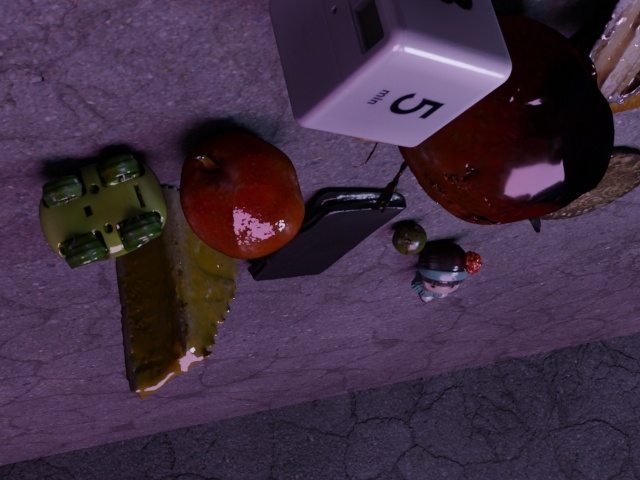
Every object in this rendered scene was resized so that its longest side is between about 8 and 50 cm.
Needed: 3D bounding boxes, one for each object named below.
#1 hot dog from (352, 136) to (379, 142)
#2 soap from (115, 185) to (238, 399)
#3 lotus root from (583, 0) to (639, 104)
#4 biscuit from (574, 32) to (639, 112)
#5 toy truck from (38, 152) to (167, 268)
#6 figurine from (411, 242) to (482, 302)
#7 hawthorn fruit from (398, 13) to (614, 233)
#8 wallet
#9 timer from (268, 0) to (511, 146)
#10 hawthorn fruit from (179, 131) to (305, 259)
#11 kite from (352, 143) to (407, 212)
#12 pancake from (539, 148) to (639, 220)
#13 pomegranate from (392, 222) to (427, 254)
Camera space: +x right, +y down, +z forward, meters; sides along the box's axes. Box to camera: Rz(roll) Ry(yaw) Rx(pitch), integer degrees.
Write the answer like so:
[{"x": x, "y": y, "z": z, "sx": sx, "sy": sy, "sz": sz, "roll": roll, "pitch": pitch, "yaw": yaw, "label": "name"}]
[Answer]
[{"x": 0.113, "y": -0.187, "z": 1.452, "sx": 0.188, "sy": 0.072, "sz": 0.055, "roll": -2, "pitch": 177, "yaw": -26, "label": "hot dog"}, {"x": -0.214, "y": 0.113, "z": 1.649, "sx": 0.169, "sy": 0.339, "sz": 0.304, "roll": -22, "pitch": 156, "yaw": 26, "label": "soap"}, {"x": 0.449, "y": -0.315, "z": 1.285, "sx": 0.167, "sy": 0.078, "sz": 0.329, "roll": 1, "pitch": 145, "yaw": -17, "label": "lotus root"}, {"x": 0.507, "y": -0.288, "z": 1.482, "sx": 0.305, "sy": 0.038, "sz": 0.305, "roll": -11, "pitch": 159, "yaw": -4, "label": "biscuit"}, {"x": -0.326, "y": -0.047, "z": 1.477, "sx": 0.187, "sy": 0.148, "sz": 0.210, "roll": -21, "pitch": 178, "yaw": 10, "label": "toy truck"}, {"x": 0.285, "y": 0.076, "z": 2.181, "sx": 0.138, "sy": 0.110, "sz": 0.245, "roll": -13, "pitch": 164, "yaw": -6, "label": "figurine"}, {"x": 0.251, "y": -0.166, "z": 1.279, "sx": 0.316, "sy": 0.316, "sz": 0.316, "roll": -11, "pitch": 159, "yaw": -5, "label": "hawthorn fruit"}, {"x": 0.000, "y": 0.000, "z": 1.890, "sx": 0.197, "sy": 0.051, "sz": 0.377, "roll": -3, "pitch": 158, "yaw": -31, "label": "wallet"}, {"x": 0.079, "y": -0.245, "z": 1.124, "sx": 0.195, "sy": 0.192, "sz": 0.194, "roll": 6, "pitch": 152, "yaw": -40, "label": "timer"}, {"x": -0.134, "y": -0.080, "z": 1.435, "sx": 0.196, "sy": 0.197, "sz": 0.225, "roll": -19, "pitch": 149, "yaw": 15, "label": "hawthorn fruit"}, {"x": 0.140, "y": -0.133, "z": 1.485, "sx": 0.198, "sy": 0.244, "sz": 0.006, "roll": 23, "pitch": 147, "yaw": 26, "label": "kite"}, {"x": 0.550, "y": -0.114, "z": 1.958, "sx": 0.288, "sy": 0.033, "sz": 0.286, "roll": 6, "pitch": 153, "yaw": -40, "label": "pancake"}, {"x": 0.191, "y": -0.008, "z": 1.970, "sx": 0.084, "sy": 0.073, "sz": 0.073, "roll": -43, "pitch": -177, "yaw": -43, "label": "pomegranate"}]
